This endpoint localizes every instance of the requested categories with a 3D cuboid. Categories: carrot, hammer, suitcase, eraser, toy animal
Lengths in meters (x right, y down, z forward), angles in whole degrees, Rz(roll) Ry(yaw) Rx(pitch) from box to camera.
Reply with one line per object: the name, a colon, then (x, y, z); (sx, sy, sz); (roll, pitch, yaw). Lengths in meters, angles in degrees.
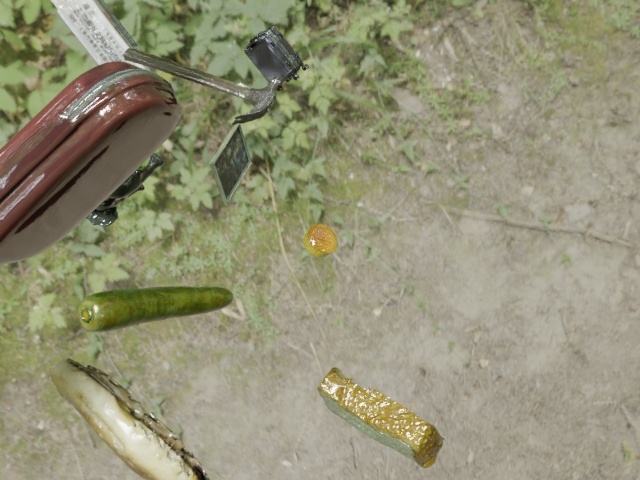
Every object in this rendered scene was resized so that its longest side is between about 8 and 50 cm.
carrot: (-0.296, 0.120, 1.390); (0.074, 0.359, 0.074); (2, 94, 38)
hammer: (-0.220, -0.293, 1.305); (0.297, 0.027, 0.125); (23, 65, 11)
suitcase: (-0.099, -0.396, 1.580); (0.086, 0.126, 0.059); (-22, 26, 46)
eraser: (-0.476, -0.449, 1.592); (0.081, 0.279, 0.124); (-35, 16, 6)
toy animal: (-0.418, -0.117, 1.450); (0.114, 0.245, 0.146); (41, 52, -6)

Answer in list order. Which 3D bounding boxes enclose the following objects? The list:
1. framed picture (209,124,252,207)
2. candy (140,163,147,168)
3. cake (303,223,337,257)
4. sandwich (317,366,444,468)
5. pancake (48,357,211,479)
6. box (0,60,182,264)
framed picture: (-0.219, -0.193, 1.818); (0.011, 0.142, 0.183); (5, 44, 20)
candy: (-0.572, -0.209, 1.990); (0.178, 0.102, 0.032); (-17, 52, 6)
cake: (0.000, 0.000, 1.794); (0.084, 0.044, 0.084); (14, 55, -21)
sandwich: (0.130, 0.383, 1.548); (0.251, 0.226, 0.087); (27, 77, 27)
pancake: (-0.286, 0.321, 1.150); (0.382, 0.382, 0.071); (32, 65, 24)
box: (-0.393, -0.117, 1.132); (0.404, 0.263, 0.108); (-41, 87, 8)
